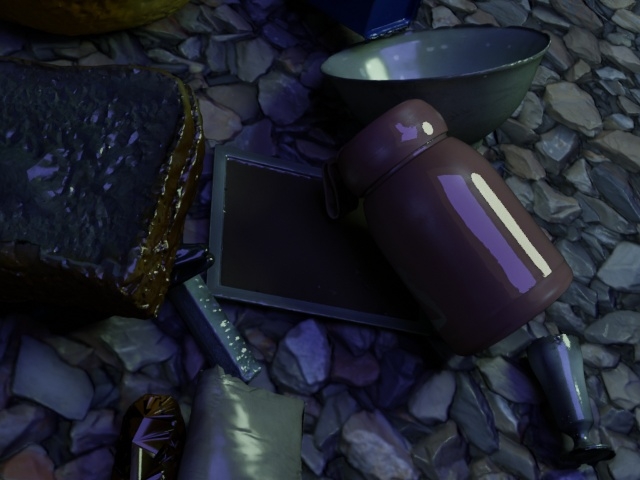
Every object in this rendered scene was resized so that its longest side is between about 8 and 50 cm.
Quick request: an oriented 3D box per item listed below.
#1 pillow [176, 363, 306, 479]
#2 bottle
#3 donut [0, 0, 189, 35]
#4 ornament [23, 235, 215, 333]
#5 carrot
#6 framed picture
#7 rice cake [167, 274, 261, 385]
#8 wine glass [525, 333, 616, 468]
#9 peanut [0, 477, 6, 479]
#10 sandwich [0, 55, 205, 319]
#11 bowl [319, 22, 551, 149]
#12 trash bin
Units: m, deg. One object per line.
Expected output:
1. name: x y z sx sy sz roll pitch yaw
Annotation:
1. pillow: -0.076 0.216 0.849 0.134 0.078 0.181 33 44 -33
2. bottle: 0.136 -0.016 1.038 0.296 0.206 0.173 53 39 3
3. donut: -0.310 -0.431 1.152 0.378 0.163 0.435 21 49 -13
4. ornament: -0.243 -0.030 0.945 0.202 0.080 0.236 -22 60 -5
5. carrot: -0.167 0.256 0.803 0.069 0.069 0.228 14 54 -16
6. framed picture: 0.000 0.000 1.090 0.293 0.018 0.231 12 53 -18
7. rice cake: -0.137 0.075 0.955 0.034 0.043 0.210 -17 65 -46
8. wine glass: 0.307 0.198 1.068 0.072 0.072 0.155 5 56 -23
9. peanut: -0.259 0.292 0.696 0.298 0.136 0.120 47 11 16
10. sandwich: -0.274 -0.063 0.862 0.301 0.099 0.271 5 65 9
11. bowl: 0.164 -0.197 1.198 0.314 0.146 0.313 -9 24 4
12. trash bin: 0.040 -0.421 1.271 0.163 0.184 0.234 -28 61 -35
